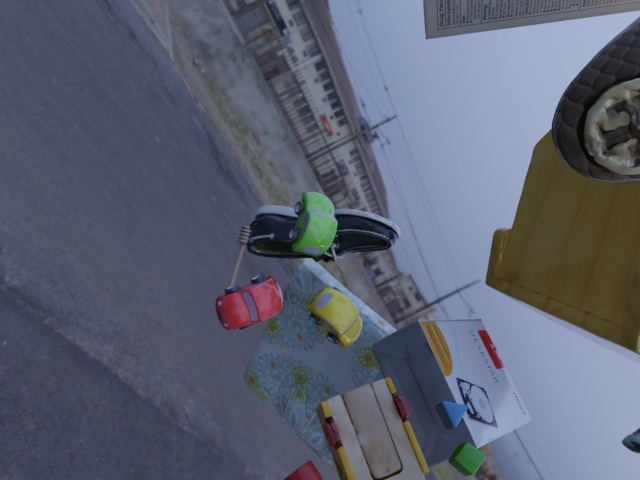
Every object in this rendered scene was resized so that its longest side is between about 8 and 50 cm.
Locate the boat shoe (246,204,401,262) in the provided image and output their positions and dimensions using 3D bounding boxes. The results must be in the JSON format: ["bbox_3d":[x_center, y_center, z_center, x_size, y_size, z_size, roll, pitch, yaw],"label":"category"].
[{"bbox_3d":[0.000,0.000,1.050,0.114,0.302,0.091,52,48,-49],"label":"boat shoe"}]

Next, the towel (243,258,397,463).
[{"bbox_3d":[0.000,0.276,1.242,0.320,0.375,0.090,38,27,22],"label":"towel"}]

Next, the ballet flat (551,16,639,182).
[{"bbox_3d":[0.228,-0.091,0.237,0.084,0.249,0.058,61,21,-20],"label":"ballet flat"}]

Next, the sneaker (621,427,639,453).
[{"bbox_3d":[0.488,0.272,0.809,0.038,0.069,0.098,39,-32,1],"label":"sneaker"}]

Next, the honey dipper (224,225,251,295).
[{"bbox_3d":[-0.179,0.048,1.211,0.030,0.030,0.161,53,48,-71],"label":"honey dipper"}]

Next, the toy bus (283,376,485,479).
[{"bbox_3d":[0.068,0.265,0.644,0.190,0.202,0.104,25,-25,6],"label":"toy bus"}]

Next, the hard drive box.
[{"bbox_3d":[0.201,0.215,0.832,0.232,0.089,0.181,9,52,-53],"label":"hard drive box"}]

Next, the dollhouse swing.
[{"bbox_3d":[0.496,0.017,0.909,0.315,0.305,0.347,27,1,-20],"label":"dollhouse swing"}]

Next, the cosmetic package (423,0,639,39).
[{"bbox_3d":[0.280,-0.366,0.692,0.160,0.309,0.113,72,19,-55],"label":"cosmetic package"}]

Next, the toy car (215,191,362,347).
[{"bbox_3d":[-0.018,0.035,0.810,0.053,0.238,0.225,-6,-109,61],"label":"toy car"}]
